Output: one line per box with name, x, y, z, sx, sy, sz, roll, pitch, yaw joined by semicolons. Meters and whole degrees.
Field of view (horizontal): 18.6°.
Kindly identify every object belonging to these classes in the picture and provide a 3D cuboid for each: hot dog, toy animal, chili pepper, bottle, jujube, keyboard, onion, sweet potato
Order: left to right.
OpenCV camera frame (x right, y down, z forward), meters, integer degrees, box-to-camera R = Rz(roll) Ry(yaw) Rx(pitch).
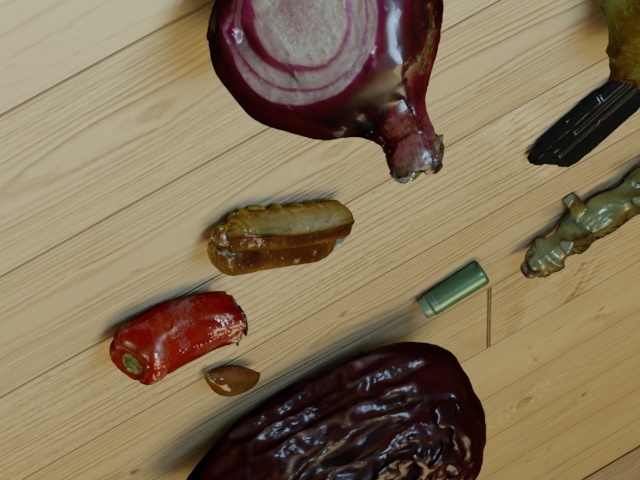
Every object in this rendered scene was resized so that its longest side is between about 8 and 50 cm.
chili pepper;-0.135;0.090;1.825;0.123;0.073;0.070;-21;116;-34
sweet potato;-0.091;0.148;2.078;0.034;0.034;0.095;-42;155;28
hot dog;-0.038;-0.003;1.773;0.165;0.045;0.071;-7;151;-49
jujube;0.017;0.272;2.258;0.377;0.258;0.258;-25;161;3
onion;0.027;-0.130;1.350;0.173;0.198;0.135;-37;179;34
bottle;0.150;0.057;2.222;0.083;0.030;0.030;-33;161;5
toy animal;0.324;-0.037;2.230;0.241;0.056;0.099;-36;167;6
keyboard;0.320;-0.159;1.972;0.262;0.016;0.106;-42;158;27

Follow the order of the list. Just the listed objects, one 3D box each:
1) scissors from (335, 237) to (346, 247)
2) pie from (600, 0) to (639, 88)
scissors;0.000;0.000;1.896;0.036;0.006;0.083;-37;160;10
pie;0.384;-0.255;1.708;0.288;0.103;0.355;-12;157;-44
